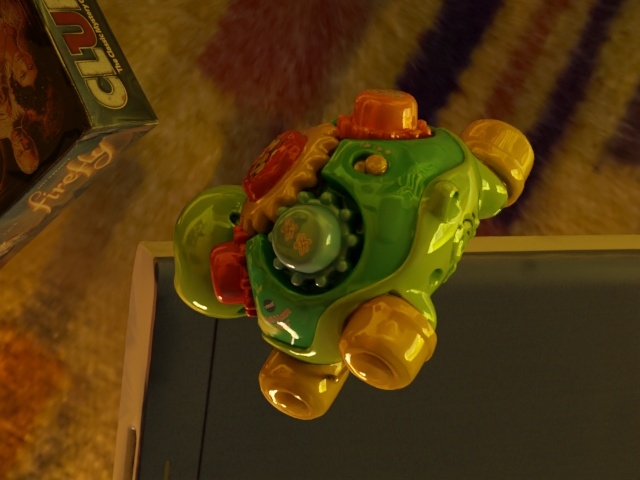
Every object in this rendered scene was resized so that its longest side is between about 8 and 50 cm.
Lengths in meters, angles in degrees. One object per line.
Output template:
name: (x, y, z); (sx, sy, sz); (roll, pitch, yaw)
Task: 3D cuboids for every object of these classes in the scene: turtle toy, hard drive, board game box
turtle toy: (0.000, 0.000, 0.494); (0.066, 0.130, 0.095); (41, 58, -15)
hard drive: (0.054, 0.101, 0.827); (0.319, 0.040, 0.210); (-1, 111, -24)
board game box: (-0.196, -0.057, 0.768); (0.243, 0.042, 0.165); (-39, 73, 34)
